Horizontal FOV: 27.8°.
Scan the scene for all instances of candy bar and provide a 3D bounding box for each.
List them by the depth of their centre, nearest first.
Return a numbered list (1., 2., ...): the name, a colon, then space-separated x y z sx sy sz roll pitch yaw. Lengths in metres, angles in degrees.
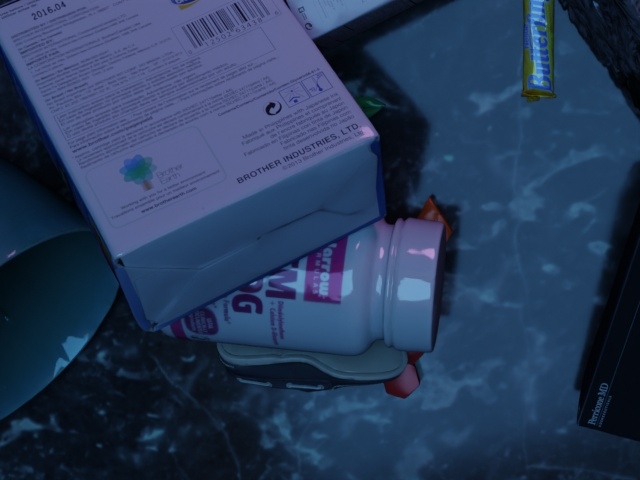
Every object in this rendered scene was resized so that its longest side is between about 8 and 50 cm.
1. candy bar: 0.230 -0.225 1.357 0.040 0.018 0.162 0 96 10

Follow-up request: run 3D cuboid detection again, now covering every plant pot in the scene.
1. plant pot: -0.397 0.029 1.371 0.235 0.293 0.293 41 102 18

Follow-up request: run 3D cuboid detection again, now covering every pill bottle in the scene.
1. pill bottle: -0.018 0.034 1.330 0.283 0.160 0.160 5 97 9

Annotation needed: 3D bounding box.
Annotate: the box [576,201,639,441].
1. box: 0.376 0.084 1.274 0.184 0.103 0.261 14 126 6

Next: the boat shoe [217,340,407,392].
1. boat shoe: -0.009 0.130 1.403 0.206 0.075 0.065 4 140 4

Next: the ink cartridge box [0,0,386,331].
1. ink cartridge box: -0.145 -0.145 1.270 0.270 0.151 0.395 -26 61 -12

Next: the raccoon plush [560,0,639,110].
1. raccoon plush: 0.412 -0.263 1.280 0.299 0.216 0.446 -30 121 -2

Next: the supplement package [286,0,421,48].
1. supplement package: 0.047 -0.327 1.311 0.203 0.149 0.194 -25 92 12

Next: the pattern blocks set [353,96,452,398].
1. pattern blocks set: 0.000 0.000 1.419 0.285 0.026 0.325 7 98 9
